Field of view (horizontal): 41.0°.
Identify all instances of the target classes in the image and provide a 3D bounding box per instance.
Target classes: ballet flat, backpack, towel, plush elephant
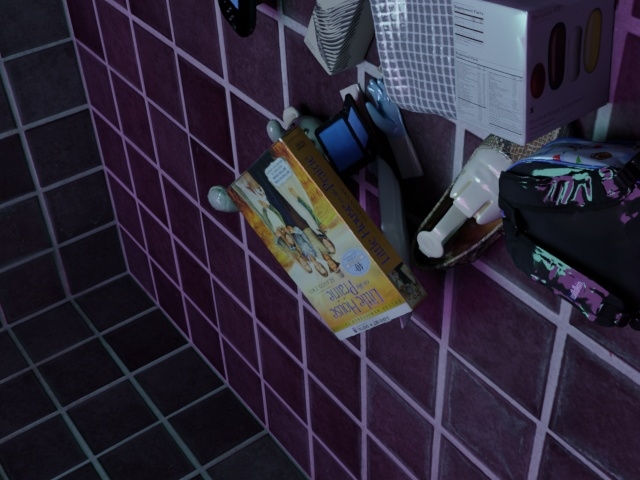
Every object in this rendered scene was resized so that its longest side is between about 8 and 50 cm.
[{"bbox_3d":[0.285,-0.060,1.565,0.164,0.182,0.483,55,152,14],"label":"ballet flat"},{"bbox_3d":[0.413,-0.042,1.314,0.263,0.213,0.276,17,122,40],"label":"backpack"},{"bbox_3d":[0.204,-0.360,1.513,0.235,0.121,0.284,23,133,52],"label":"towel"},{"bbox_3d":[-0.059,-0.186,2.028,0.272,0.330,0.255,14,104,41],"label":"plush elephant"}]

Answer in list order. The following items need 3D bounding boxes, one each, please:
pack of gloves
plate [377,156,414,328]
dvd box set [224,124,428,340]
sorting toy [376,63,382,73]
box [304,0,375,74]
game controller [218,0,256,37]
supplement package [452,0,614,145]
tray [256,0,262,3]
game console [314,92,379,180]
[{"bbox_3d":[0.117,-0.233,1.869,0.195,0.046,0.232,-6,108,62],"label":"pack of gloves"},{"bbox_3d":[0.166,0.000,1.838,0.277,0.045,0.278,-89,-12,-54],"label":"plate"},{"bbox_3d":[0.000,0.000,1.762,0.420,0.062,0.307,53,148,-4],"label":"dvd box set"},{"bbox_3d":[0.159,-0.354,1.694,0.075,0.045,0.083,45,149,19],"label":"sorting toy"},{"bbox_3d":[0.058,-0.466,1.711,0.113,0.094,0.275,54,153,18],"label":"box"},{"bbox_3d":[-0.193,-0.616,1.903,0.166,0.067,0.319,45,148,33],"label":"game controller"},{"bbox_3d":[0.319,-0.285,1.286,0.149,0.194,0.203,32,141,45],"label":"supplement package"},{"bbox_3d":[-0.132,-0.648,1.921,0.411,0.076,0.203,6,119,61],"label":"tray"},{"bbox_3d":[0.055,-0.227,1.879,0.144,0.085,0.124,61,166,17],"label":"game console"}]
